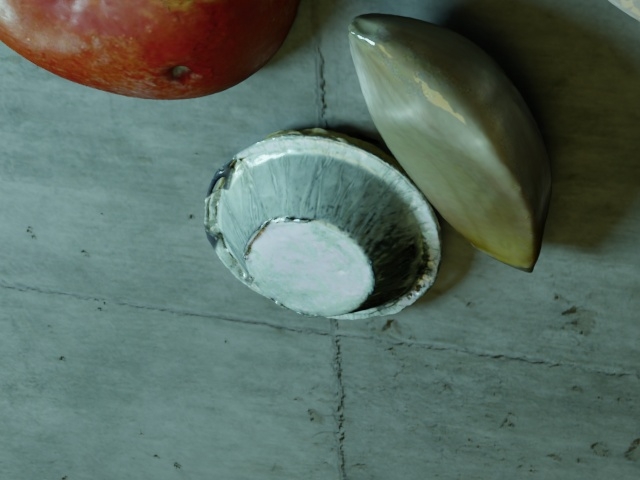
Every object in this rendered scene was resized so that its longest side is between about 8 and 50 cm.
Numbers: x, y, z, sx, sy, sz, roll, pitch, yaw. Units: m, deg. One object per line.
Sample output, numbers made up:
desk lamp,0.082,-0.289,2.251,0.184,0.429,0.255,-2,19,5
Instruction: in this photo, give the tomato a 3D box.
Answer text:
tomato,-0.176,-0.240,1.452,0.338,0.143,0.338,8,131,9

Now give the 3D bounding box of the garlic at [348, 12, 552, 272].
garlic,0.127,-0.085,1.501,0.143,0.112,0.318,13,143,40

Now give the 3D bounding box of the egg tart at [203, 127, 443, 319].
egg tart,0.000,0.000,1.630,0.234,0.094,0.234,8,132,9

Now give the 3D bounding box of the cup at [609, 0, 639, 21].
cup,0.314,-0.254,1.226,0.253,0.191,0.200,40,130,9
